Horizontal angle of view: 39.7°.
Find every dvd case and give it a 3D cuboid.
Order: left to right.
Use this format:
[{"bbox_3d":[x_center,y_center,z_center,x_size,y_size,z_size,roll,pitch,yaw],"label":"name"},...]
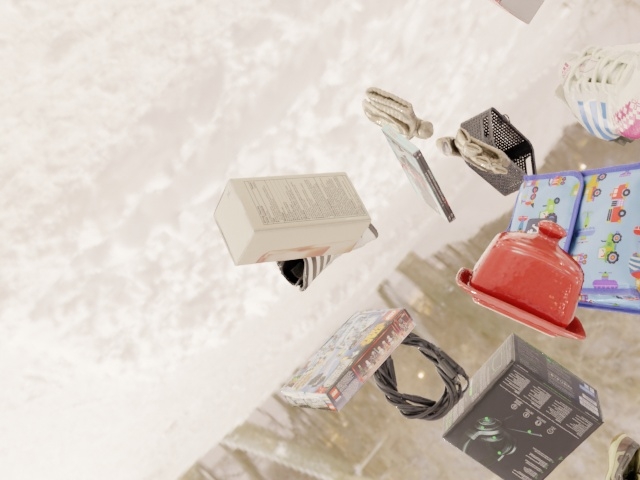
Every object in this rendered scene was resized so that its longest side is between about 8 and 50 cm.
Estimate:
[{"bbox_3d":[0.121,-0.083,1.099,0.013,0.087,0.119,-35,127,-4],"label":"dvd case"}]

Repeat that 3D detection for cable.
[{"bbox_3d":[0.163,0.236,1.569,0.150,0.184,0.047,-38,160,-30],"label":"cable"}]

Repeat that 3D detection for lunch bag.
[{"bbox_3d":[0.430,-0.003,1.482,0.138,0.293,0.221,27,72,-43],"label":"lunch bag"}]

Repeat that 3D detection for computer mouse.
[{"bbox_3d":[0.501,-0.287,2.392,0.042,0.106,0.193,-35,178,22],"label":"computer mouse"}]

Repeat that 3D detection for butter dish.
[{"bbox_3d":[0.253,0.033,1.050,0.160,0.159,0.118,-22,135,-76],"label":"butter dish"}]

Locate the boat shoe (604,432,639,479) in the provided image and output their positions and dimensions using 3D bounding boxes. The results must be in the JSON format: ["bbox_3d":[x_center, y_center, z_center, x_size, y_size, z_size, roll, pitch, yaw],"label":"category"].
[{"bbox_3d":[0.757,0.587,2.201,0.080,0.073,0.224,-14,112,-25],"label":"boat shoe"}]

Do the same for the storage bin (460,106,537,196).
[{"bbox_3d":[0.397,-0.195,1.973,0.084,0.180,0.122,-26,-134,36],"label":"storage bin"}]

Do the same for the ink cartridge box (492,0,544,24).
[{"bbox_3d":[0.250,-0.422,1.284,0.127,0.176,0.128,5,121,-56],"label":"ink cartridge box"}]

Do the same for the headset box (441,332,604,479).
[{"bbox_3d":[0.444,0.400,2.001,0.283,0.246,0.131,-54,-176,24],"label":"headset box"}]

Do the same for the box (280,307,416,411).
[{"bbox_3d":[0.030,0.127,0.958,0.137,0.027,0.094,-43,-163,-28],"label":"box"}]

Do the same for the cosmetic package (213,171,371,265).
[{"bbox_3d":[-0.061,-0.050,1.921,0.296,0.153,0.129,-5,145,-32],"label":"cosmetic package"}]

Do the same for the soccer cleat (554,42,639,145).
[{"bbox_3d":[0.372,-0.196,1.125,0.116,0.143,0.331,-57,175,0],"label":"soccer cleat"}]

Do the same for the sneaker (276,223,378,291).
[{"bbox_3d":[-0.001,-0.001,2.281,0.257,0.169,0.447,-42,172,3],"label":"sneaker"}]

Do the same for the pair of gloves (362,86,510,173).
[{"bbox_3d":[0.169,-0.156,1.334,0.042,0.240,0.204,-63,178,3],"label":"pair of gloves"}]
